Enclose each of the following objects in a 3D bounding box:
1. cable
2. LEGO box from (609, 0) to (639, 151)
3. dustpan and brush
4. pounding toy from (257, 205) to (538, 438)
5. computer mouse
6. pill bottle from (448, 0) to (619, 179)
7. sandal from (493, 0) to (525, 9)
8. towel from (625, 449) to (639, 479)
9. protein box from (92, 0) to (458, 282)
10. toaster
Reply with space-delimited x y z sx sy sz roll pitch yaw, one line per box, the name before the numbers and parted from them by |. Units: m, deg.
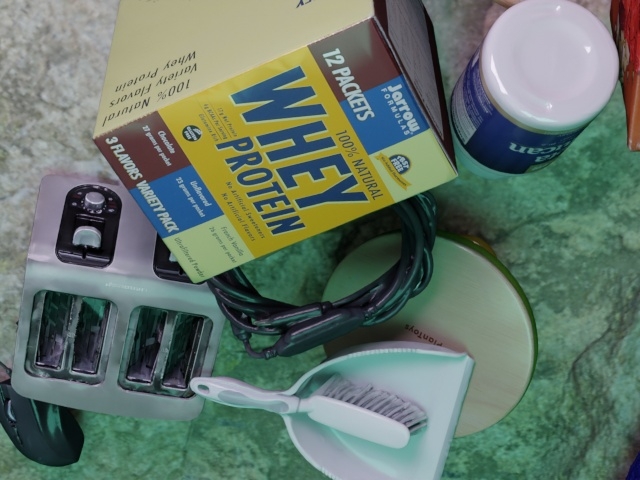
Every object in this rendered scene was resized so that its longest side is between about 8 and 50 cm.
cable | 0.000 0.000 1.078 0.184 0.150 0.047 -25 166 -1
LEGO box | 0.448 -0.249 0.857 0.500 0.193 0.372 1 128 4
dustpan and brush | 0.002 0.133 1.132 0.211 0.060 0.147 16 117 8
pounding toy | 0.086 0.039 1.173 0.183 0.110 0.237 -35 94 31
computer mouse | -0.283 0.122 1.233 0.071 0.041 0.242 2 135 40
pill bottle | 0.144 -0.100 1.013 0.094 0.094 0.169 6 166 -6
sandal | 0.090 -0.248 0.942 0.240 0.088 0.079 36 125 -20
towel | 0.408 0.202 1.270 0.227 0.076 0.308 7 138 -7
protein box | -0.029 -0.112 0.972 0.199 0.201 0.136 -22 125 15
toaster | -0.164 0.052 1.155 0.168 0.110 0.186 11 127 -9
